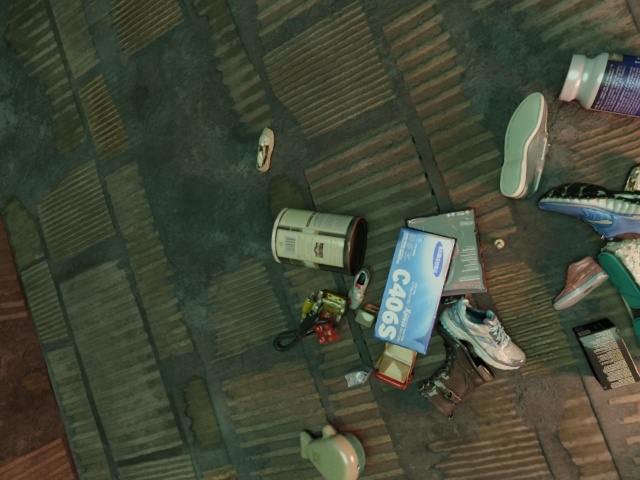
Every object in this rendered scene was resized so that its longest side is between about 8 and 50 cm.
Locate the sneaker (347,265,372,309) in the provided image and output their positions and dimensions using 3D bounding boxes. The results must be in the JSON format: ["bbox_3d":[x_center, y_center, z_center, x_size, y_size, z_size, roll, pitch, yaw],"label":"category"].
[{"bbox_3d":[0.128,0.166,1.583,0.057,0.075,0.161,25,101,18],"label":"sneaker"}]

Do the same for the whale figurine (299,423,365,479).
[{"bbox_3d":[0.043,0.755,1.630,0.272,0.141,0.216,-4,91,45],"label":"whale figurine"}]

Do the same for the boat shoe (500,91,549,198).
[{"bbox_3d":[0.630,-0.280,1.382,0.099,0.116,0.319,12,90,-23],"label":"boat shoe"}]

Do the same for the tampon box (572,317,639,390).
[{"bbox_3d":[0.813,0.322,1.306,0.101,0.120,0.161,-24,84,19],"label":"tampon box"}]

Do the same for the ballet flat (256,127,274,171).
[{"bbox_3d":[-0.208,-0.339,1.702,0.057,0.052,0.168,6,94,21],"label":"ballet flat"}]

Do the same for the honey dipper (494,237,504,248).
[{"bbox_3d":[0.539,0.012,1.375,0.030,0.160,0.030,1,94,20],"label":"honey dipper"}]

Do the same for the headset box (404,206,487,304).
[{"bbox_3d":[0.403,0.056,1.456,0.218,0.110,0.293,-8,89,20],"label":"headset box"}]

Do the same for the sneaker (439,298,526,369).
[{"bbox_3d":[0.510,0.285,1.394,0.283,0.110,0.122,33,130,7],"label":"sneaker"}]

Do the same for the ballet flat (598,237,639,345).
[{"bbox_3d":[0.927,0.176,1.258,0.147,0.147,0.409,-26,83,20],"label":"ballet flat"}]

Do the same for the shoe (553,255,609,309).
[{"bbox_3d":[0.754,0.127,1.357,0.178,0.063,0.081,-52,42,33],"label":"shoe"}]

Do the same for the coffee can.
[{"bbox_3d":[0.000,0.000,1.558,0.275,0.201,0.201,9,95,21],"label":"coffee can"}]

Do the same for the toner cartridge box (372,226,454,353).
[{"bbox_3d":[0.282,0.148,1.380,0.165,0.075,0.348,14,89,17],"label":"toner cartridge box"}]

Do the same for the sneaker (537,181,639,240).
[{"bbox_3d":[0.779,-0.069,1.284,0.330,0.130,0.147,18,127,40],"label":"sneaker"}]

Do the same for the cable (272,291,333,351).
[{"bbox_3d":[-0.054,0.323,1.687,0.139,0.072,0.287,38,118,-2],"label":"cable"}]

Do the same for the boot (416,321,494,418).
[{"bbox_3d":[0.402,0.424,1.483,0.229,0.091,0.263,-43,80,16],"label":"boot"}]

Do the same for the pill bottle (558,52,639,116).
[{"bbox_3d":[0.816,-0.429,1.256,0.264,0.153,0.153,16,98,19],"label":"pill bottle"}]

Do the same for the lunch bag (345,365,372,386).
[{"bbox_3d":[0.138,0.472,1.595,0.083,0.071,0.053,-24,86,19],"label":"lunch bag"}]

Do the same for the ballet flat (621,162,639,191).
[{"bbox_3d":[0.884,-0.128,1.291,0.070,0.070,0.188,10,96,20],"label":"ballet flat"}]

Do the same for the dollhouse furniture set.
[{"bbox_3d":[0.155,0.315,1.536,0.374,0.152,0.201,21,100,18],"label":"dollhouse furniture set"}]
